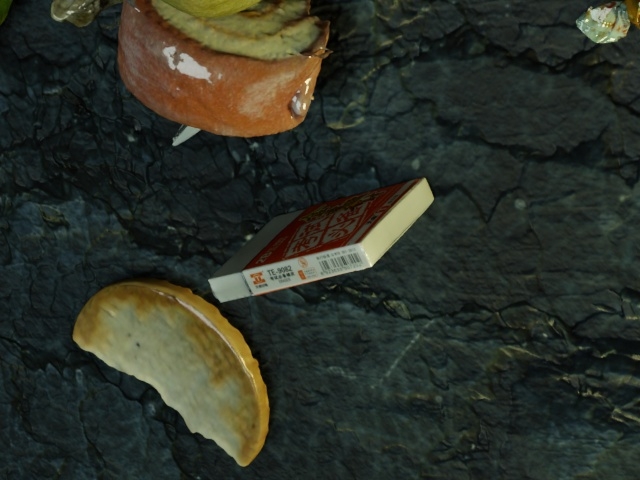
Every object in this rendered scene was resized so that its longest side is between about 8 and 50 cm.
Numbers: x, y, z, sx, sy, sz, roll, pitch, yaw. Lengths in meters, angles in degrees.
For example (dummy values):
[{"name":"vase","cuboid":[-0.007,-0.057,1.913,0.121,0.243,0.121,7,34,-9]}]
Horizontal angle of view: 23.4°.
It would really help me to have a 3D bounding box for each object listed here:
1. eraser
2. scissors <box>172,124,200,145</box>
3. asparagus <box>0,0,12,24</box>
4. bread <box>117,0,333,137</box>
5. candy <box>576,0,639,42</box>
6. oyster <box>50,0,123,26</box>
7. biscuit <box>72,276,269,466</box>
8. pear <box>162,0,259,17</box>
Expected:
[{"name":"eraser","cuboid":[0.000,0.000,1.754,0.230,0.157,0.038,-14,111,39]},{"name":"scissors","cuboid":[-0.124,-0.162,1.833,0.085,0.022,0.176,47,130,-5]},{"name":"asparagus","cuboid":[-0.398,-0.324,1.887,0.082,0.085,0.343,29,131,-14]},{"name":"bread","cuboid":[-0.103,-0.214,1.687,0.244,0.190,0.123,27,142,14]},{"name":"candy","cuboid":[0.330,-0.233,1.468,0.182,0.046,0.053,-22,99,35]},{"name":"oyster","cuboid":[-0.237,-0.354,1.760,0.161,0.107,0.233,32,112,21]},{"name":"biscuit","cuboid":[-0.183,0.150,2.046,0.309,0.040,0.204,35,131,12]},{"name":"pear","cuboid":[-0.101,-0.353,1.581,0.228,0.188,0.211,-28,79,2]}]
